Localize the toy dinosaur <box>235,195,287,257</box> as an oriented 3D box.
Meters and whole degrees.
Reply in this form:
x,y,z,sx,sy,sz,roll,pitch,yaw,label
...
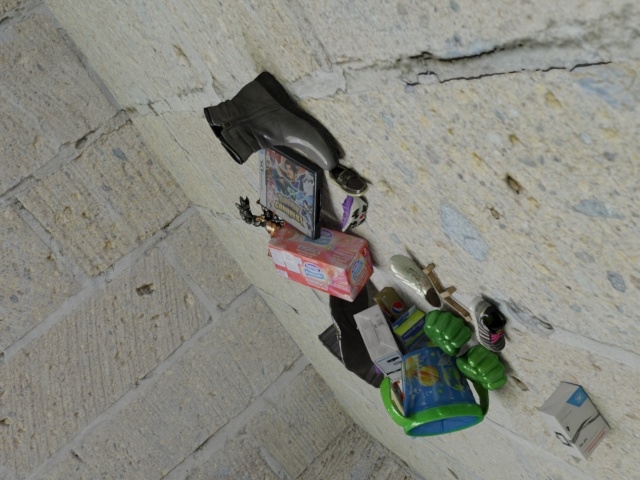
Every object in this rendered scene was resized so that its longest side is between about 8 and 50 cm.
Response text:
x,y,z,sx,sy,sz,roll,pitch,yaw,label
-0.173,-0.080,2.126,0.218,0.321,0.164,34,-158,33,toy dinosaur

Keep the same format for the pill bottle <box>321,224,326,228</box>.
x,y,z,sx,sy,sz,roll,pitch,yaw,label
0.000,0.000,2.068,0.137,0.078,0.078,57,162,-25,pill bottle

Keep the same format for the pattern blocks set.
x,y,z,sx,sy,sz,roll,pitch,yaw,label
0.280,0.564,2.259,0.324,0.026,0.285,60,-166,-24,pattern blocks set

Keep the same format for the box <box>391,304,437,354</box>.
x,y,z,sx,sy,sz,roll,pitch,yaw,label
0.299,0.300,1.907,0.042,0.109,0.178,32,157,51,box

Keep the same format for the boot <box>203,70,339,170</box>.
x,y,z,sx,sy,sz,roll,pitch,yaw,label
-0.130,-0.260,1.580,0.338,0.223,0.118,46,162,12,boot

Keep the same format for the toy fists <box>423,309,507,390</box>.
x,y,z,sx,sy,sz,roll,pitch,yaw,label
0.399,0.304,1.694,0.279,0.096,0.142,48,162,11,toy fists

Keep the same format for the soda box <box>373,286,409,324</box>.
x,y,z,sx,sy,sz,roll,pitch,yaw,label
0.254,0.239,1.980,0.181,0.058,0.061,52,164,-9,soda box

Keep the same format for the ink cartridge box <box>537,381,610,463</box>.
x,y,z,sx,sy,sz,roll,pitch,yaw,label
0.610,0.439,1.435,0.180,0.104,0.060,52,162,-11,ink cartridge box

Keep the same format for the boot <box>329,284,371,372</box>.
x,y,z,sx,sy,sz,roll,pitch,yaw,label
0.107,0.255,2.193,0.284,0.138,0.377,-93,-7,-83,boot

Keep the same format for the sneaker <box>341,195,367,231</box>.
x,y,z,sx,sy,sz,roll,pitch,yaw,label
0.089,-0.084,1.720,0.071,0.068,0.170,60,159,21,sneaker

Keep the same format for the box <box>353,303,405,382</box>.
x,y,z,sx,sy,sz,roll,pitch,yaw,label
0.209,0.337,1.949,0.169,0.087,0.290,67,-173,30,box

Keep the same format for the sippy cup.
x,y,z,sx,sy,sz,roll,pitch,yaw,label
0.339,0.439,1.794,0.305,0.240,0.224,32,-140,-50,sippy cup

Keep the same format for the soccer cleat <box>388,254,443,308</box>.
x,y,z,sx,sy,sz,roll,pitch,yaw,label
0.266,0.111,1.653,0.196,0.068,0.076,45,177,-12,soccer cleat

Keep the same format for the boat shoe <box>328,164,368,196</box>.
x,y,z,sx,sy,sz,roll,pitch,yaw,label
0.066,-0.161,1.592,0.152,0.056,0.049,32,161,46,boat shoe

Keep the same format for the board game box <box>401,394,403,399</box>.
x,y,z,sx,sy,sz,roll,pitch,yaw,label
0.372,0.528,2.165,0.048,0.141,0.170,47,163,4,board game box

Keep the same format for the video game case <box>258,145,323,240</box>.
x,y,z,sx,sy,sz,roll,pitch,yaw,label
-0.098,-0.165,1.882,0.275,0.035,0.248,35,138,35,video game case

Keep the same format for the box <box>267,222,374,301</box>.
x,y,z,sx,sy,sz,roll,pitch,yaw,label
0.001,0.056,1.928,0.300,0.142,0.154,16,141,32,box

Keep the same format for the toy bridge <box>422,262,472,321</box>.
x,y,z,sx,sy,sz,roll,pitch,yaw,label
0.336,0.137,1.608,0.188,0.026,0.063,48,164,4,toy bridge

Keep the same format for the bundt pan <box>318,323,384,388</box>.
x,y,z,sx,sy,sz,roll,pitch,yaw,label
0.152,0.451,2.487,0.331,0.124,0.331,39,179,0,bundt pan

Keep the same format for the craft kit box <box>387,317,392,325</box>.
x,y,z,sx,sy,sz,roll,pitch,yaw,label
0.288,0.405,2.265,0.250,0.061,0.246,49,166,1,craft kit box

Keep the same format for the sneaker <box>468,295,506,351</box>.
x,y,z,sx,sy,sz,roll,pitch,yaw,label
0.423,0.217,1.493,0.170,0.063,0.075,63,165,-24,sneaker
